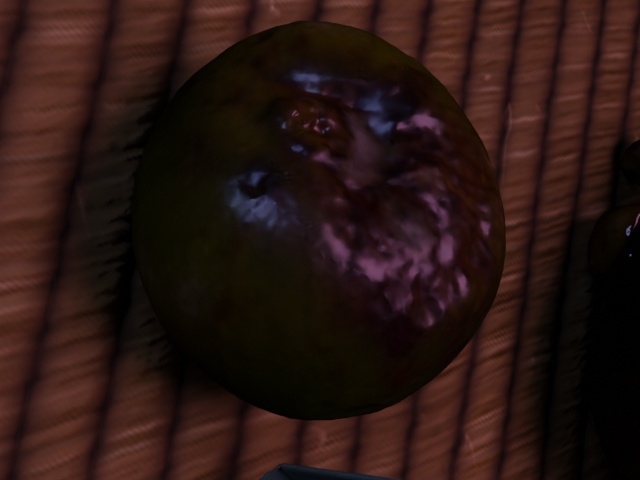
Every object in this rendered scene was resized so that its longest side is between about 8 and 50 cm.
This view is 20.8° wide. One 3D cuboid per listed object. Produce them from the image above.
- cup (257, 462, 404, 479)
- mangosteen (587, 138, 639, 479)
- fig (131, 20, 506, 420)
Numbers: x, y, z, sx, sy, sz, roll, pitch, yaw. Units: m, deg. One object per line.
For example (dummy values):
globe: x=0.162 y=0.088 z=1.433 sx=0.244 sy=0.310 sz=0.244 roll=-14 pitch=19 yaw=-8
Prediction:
cup: x=0.029 y=0.240 z=0.890 sx=0.134 sy=0.148 sz=0.235 roll=-57 pitch=134 yaw=-32
mangosteen: x=0.319 y=0.065 z=1.148 sx=0.297 sy=0.297 sz=0.293 roll=7 pitch=85 yaw=-51
fig: x=0.000 y=0.000 z=0.848 sx=0.181 sy=0.181 sz=0.191 roll=-52 pitch=153 yaw=-39
